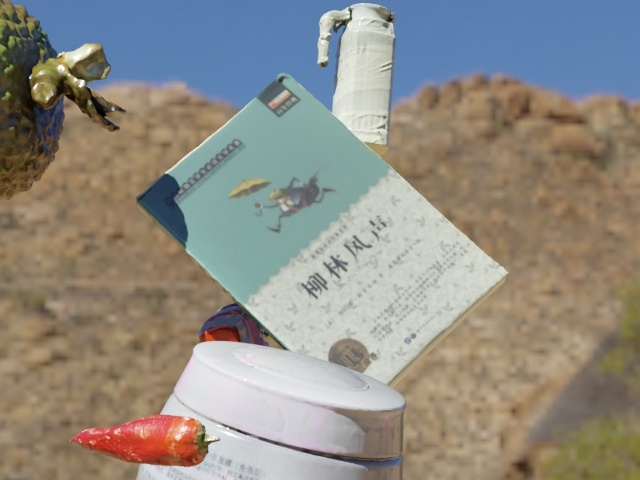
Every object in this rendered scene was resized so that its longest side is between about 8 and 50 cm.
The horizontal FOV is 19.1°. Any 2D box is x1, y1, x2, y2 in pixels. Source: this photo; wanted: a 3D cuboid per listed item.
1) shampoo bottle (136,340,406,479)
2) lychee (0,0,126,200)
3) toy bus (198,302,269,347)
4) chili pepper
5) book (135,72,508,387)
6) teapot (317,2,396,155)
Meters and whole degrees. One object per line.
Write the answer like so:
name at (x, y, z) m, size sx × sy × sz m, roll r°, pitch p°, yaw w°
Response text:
shampoo bottle at (-0.050, 0.249, 1.964) m, size 0.273 × 0.266 × 0.273 m, roll 17°, pitch 6°, yaw -2°
lychee at (-0.413, -0.166, 2.214) m, size 0.270 × 0.270 × 0.320 m, roll 10°, pitch -20°, yaw -42°
toy bus at (-0.095, 0.166, 2.322) m, size 0.079 × 0.174 × 0.077 m, roll -15°, pitch 3°, yaw 26°
chili pepper at (-0.164, 0.178, 1.691) m, size 0.178 × 0.045 × 0.027 m, roll -1°, pitch 10°, yaw 37°
book at (0.000, 0.000, 2.259) m, size 0.379 × 0.264 × 0.031 m, roll 43°, pitch -21°, yaw 12°
teapot at (0.043, -0.218, 2.544) m, size 0.107 × 0.200 × 0.077 m, roll 9°, pitch -15°, yaw -17°
